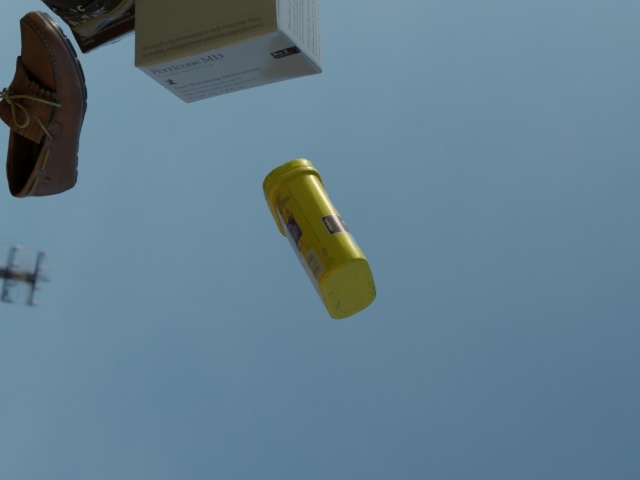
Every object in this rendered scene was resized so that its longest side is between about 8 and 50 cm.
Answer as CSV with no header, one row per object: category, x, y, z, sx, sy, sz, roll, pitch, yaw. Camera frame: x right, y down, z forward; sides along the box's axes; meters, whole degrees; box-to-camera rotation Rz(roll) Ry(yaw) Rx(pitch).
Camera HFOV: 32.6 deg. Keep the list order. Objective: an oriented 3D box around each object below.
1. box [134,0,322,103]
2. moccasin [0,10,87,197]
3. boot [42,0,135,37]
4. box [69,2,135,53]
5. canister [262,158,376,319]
box,-0.103,-0.270,1.220,0.181,0.119,0.182,-9,-109,23
moccasin,-0.490,-0.221,1.861,0.139,0.147,0.380,51,-36,22
boot,-0.341,-0.375,1.482,0.236,0.178,0.085,-21,-133,50
box,-0.375,-0.473,1.990,0.168,0.167,0.203,-18,-77,21
canister,0.000,0.000,1.350,0.170,0.073,0.126,60,-7,34
